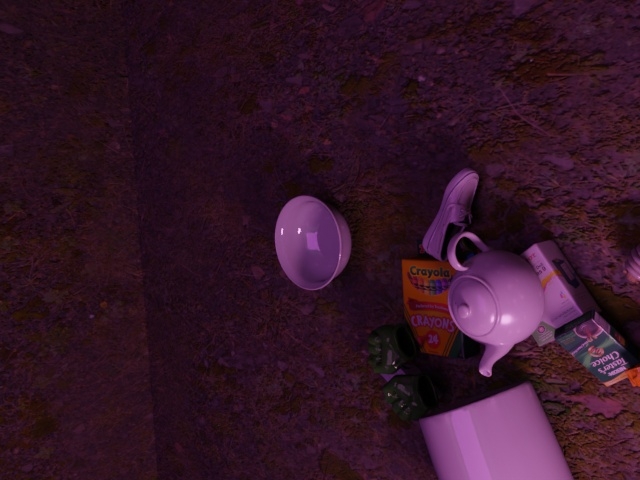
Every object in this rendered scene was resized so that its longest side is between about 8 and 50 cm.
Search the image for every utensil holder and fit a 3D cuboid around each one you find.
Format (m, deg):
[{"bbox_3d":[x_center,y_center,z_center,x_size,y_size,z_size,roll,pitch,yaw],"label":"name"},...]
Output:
[{"bbox_3d":[0.449,0.577,1.745,0.327,0.327,0.386,-32,73,43],"label":"utensil holder"}]

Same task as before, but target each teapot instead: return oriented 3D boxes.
[{"bbox_3d":[0.396,0.143,1.700,0.256,0.187,0.253,44,130,37],"label":"teapot"}]

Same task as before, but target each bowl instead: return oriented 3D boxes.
[{"bbox_3d":[0.000,0.000,2.233,0.298,0.134,0.298,9,103,43],"label":"bowl"}]

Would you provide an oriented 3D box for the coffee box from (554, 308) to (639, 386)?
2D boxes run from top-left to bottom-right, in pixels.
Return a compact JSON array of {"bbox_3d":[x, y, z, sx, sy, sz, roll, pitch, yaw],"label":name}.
[{"bbox_3d":[0.646,0.250,1.631,0.184,0.040,0.113,42,130,-10],"label":"coffee box"}]

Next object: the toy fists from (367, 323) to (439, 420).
[{"bbox_3d":[0.219,0.375,1.998,0.142,0.096,0.279,-32,79,47],"label":"toy fists"}]

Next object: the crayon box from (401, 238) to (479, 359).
[{"bbox_3d":[0.330,0.157,1.967,0.202,0.081,0.319,1,96,45],"label":"crayon box"}]

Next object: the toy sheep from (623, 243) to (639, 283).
[{"bbox_3d":[0.722,0.043,1.553,0.091,0.091,0.132,49,127,28],"label":"toy sheep"}]

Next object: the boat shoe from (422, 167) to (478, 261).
[{"bbox_3d":[0.364,-0.064,1.873,0.084,0.095,0.258,44,122,46],"label":"boat shoe"}]

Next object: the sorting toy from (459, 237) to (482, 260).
[{"bbox_3d":[0.399,0.027,1.868,0.042,0.102,0.061,-36,28,49],"label":"sorting toy"}]

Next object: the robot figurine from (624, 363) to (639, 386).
[{"bbox_3d":[0.813,0.287,1.485,0.291,0.085,0.211,-30,77,34],"label":"robot figurine"}]

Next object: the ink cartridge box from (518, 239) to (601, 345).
[{"bbox_3d":[0.553,0.127,1.732,0.154,0.093,0.212,-46,63,41],"label":"ink cartridge box"}]

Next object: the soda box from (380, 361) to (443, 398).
[{"bbox_3d":[0.255,0.411,2.090,0.216,0.069,0.074,46,125,31],"label":"soda box"}]
